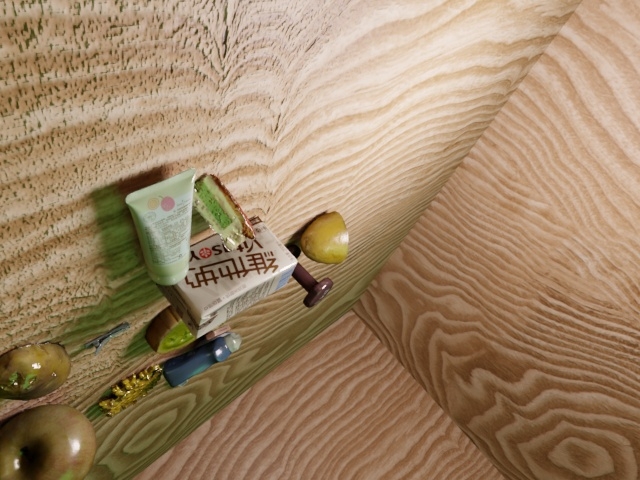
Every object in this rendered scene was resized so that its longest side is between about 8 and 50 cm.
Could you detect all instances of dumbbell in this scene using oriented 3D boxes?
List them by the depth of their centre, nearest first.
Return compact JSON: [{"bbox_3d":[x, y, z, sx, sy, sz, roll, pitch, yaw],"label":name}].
[{"bbox_3d":[-0.070,0.134,1.573,0.140,0.225,0.124,-53,163,21],"label":"dumbbell"}]

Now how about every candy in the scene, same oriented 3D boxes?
[{"bbox_3d":[-0.432,0.425,1.711,0.138,0.071,0.174,-39,164,4],"label":"candy"}]

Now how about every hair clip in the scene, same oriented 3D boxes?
[{"bbox_3d":[-0.555,0.259,1.105,0.115,0.039,0.030,-35,167,-33],"label":"hair clip"}]

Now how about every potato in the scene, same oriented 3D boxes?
[{"bbox_3d":[-0.647,0.308,0.946,0.164,0.081,0.200,-40,165,-14],"label":"potato"},{"bbox_3d":[0.000,0.000,1.549,0.158,0.178,0.204,-7,133,-29],"label":"potato"}]

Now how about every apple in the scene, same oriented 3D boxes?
[{"bbox_3d":[-0.720,0.563,1.091,0.257,0.257,0.234,-35,164,-25],"label":"apple"}]

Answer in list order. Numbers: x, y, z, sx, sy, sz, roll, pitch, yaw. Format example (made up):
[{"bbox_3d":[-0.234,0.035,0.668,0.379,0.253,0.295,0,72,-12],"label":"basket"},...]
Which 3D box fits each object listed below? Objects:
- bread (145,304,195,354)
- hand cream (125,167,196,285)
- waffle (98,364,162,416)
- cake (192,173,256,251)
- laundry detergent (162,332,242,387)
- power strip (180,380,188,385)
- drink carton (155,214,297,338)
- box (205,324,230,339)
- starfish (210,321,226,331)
[{"bbox_3d":[-0.434,0.263,1.331,0.236,0.070,0.236,-38,161,-16],"label":"bread"},{"bbox_3d":[-0.325,-0.014,0.881,0.147,0.093,0.306,-33,158,-36],"label":"hand cream"},{"bbox_3d":[-0.668,0.534,1.487,0.228,0.051,0.232,-34,162,-36],"label":"waffle"},{"bbox_3d":[-0.221,-0.052,0.983,0.086,0.117,0.220,-35,163,-6],"label":"cake"},{"bbox_3d":[-0.432,0.430,1.559,0.289,0.094,0.143,-28,-176,-9],"label":"laundry detergent"},{"bbox_3d":[-0.607,0.597,1.799,0.047,0.030,0.191,-38,163,-20],"label":"power strip"},{"bbox_3d":[-0.242,0.085,1.125,0.324,0.194,0.132,-29,157,-38],"label":"drink carton"},{"bbox_3d":[-0.389,0.352,1.598,0.048,0.025,0.115,-35,171,13],"label":"box"},{"bbox_3d":[-0.385,0.305,1.600,0.223,0.050,0.217,-27,166,-29],"label":"starfish"}]
